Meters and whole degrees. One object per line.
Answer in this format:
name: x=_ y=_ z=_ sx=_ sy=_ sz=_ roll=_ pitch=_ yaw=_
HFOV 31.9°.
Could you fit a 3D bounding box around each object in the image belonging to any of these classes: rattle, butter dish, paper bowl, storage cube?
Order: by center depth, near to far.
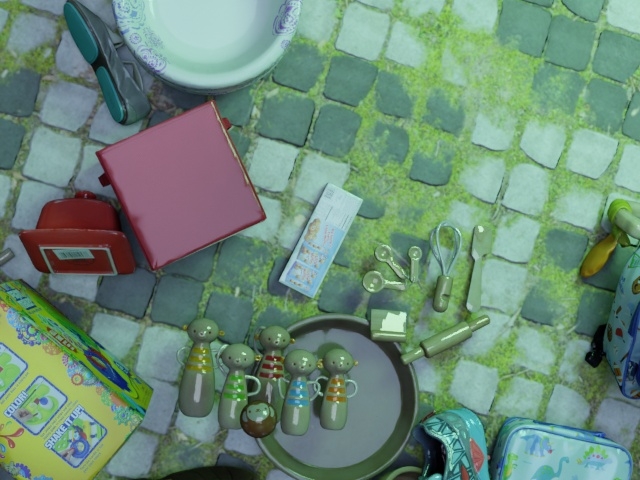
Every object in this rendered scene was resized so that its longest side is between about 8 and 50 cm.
storage cube: x=-0.209 y=-0.080 z=1.688 sx=0.215 sy=0.183 sz=0.193 roll=-26 pitch=94 yaw=-5
butter dish: x=-0.364 y=-0.020 z=1.706 sx=0.160 sy=0.160 sz=0.118 roll=1 pitch=66 yaw=-1
paper bowl: x=-0.172 y=-0.365 z=1.706 sx=0.284 sy=0.148 sz=0.284 roll=0 pitch=90 yaw=-5
rattle: x=0.545 y=0.016 z=1.817 sx=0.199 sy=0.130 sz=0.143 roll=10 pitch=99 yaw=-29

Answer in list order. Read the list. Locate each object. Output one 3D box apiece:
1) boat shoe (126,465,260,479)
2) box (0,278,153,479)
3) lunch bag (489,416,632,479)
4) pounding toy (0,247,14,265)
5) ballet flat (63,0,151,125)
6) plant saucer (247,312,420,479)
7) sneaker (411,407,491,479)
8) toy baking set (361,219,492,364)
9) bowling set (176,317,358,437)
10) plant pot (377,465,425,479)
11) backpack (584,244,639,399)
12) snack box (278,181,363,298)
boat shoe: x=-0.217 y=0.418 z=1.746 sx=0.257 sy=0.095 sz=0.095 roll=-6 pitch=105 yaw=0
box: x=-0.408 y=0.214 z=1.616 sx=0.279 sy=0.290 sz=0.177 roll=41 pitch=87 yaw=-5
lunch bag: x=0.381 y=0.381 z=1.795 sx=0.219 sy=0.090 sz=0.176 roll=12 pitch=90 yaw=-6
pounding toy: x=-0.616 y=-0.007 z=1.703 sx=0.183 sy=0.110 sz=0.237 roll=-47 pitch=124 yaw=-14
ballet flat: x=-0.328 y=-0.282 z=1.741 sx=0.068 sy=0.072 sz=0.213 roll=-27 pitch=94 yaw=-32
plant saucer: x=0.020 y=0.253 z=1.784 sx=0.277 sy=0.041 sz=0.278 roll=0 pitch=91 yaw=-6
sneaker: x=0.203 y=0.395 z=1.738 sx=0.125 sy=0.104 sz=0.262 roll=1 pitch=64 yaw=-30
toy baking set: x=0.184 y=0.077 z=1.780 sx=0.256 sy=0.030 sz=0.197 roll=-20 pitch=88 yaw=-14
bowling set: x=-0.071 y=0.206 z=1.663 sx=0.287 sy=0.200 sz=0.154 roll=6 pitch=89 yaw=-9
plant pot: x=0.125 y=0.480 z=1.738 sx=0.109 sy=0.237 sz=0.237 roll=-26 pitch=94 yaw=36
backpack: x=0.572 y=0.121 z=1.721 sx=0.276 sy=0.213 sz=0.263 roll=-8 pitch=120 yaw=-6
snack box: x=0.000 y=0.000 z=1.788 sx=0.064 sy=0.022 sz=0.178 roll=27 pitch=88 yaw=-6
